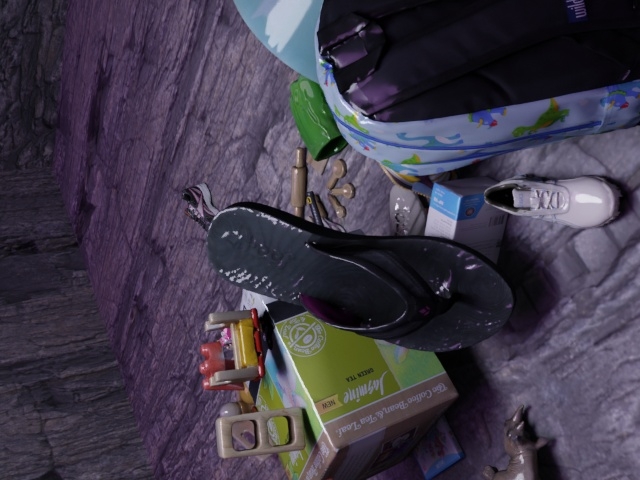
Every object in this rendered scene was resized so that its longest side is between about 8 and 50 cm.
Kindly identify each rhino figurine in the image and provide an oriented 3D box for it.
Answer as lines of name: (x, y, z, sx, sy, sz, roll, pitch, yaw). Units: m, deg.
rhino figurine: (0.276, 0.355, 1.006, 0.106, 0.073, 0.243, 150, 130, -82)

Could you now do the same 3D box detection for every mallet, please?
mallet: (0.000, 0.000, 1.360, 0.062, 0.039, 0.189, -19, 94, 46)

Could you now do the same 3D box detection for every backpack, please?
backpack: (0.172, -0.211, 0.782, 0.273, 0.356, 0.290, 99, 156, -75)

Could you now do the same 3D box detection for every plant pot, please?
plant pot: (0.052, -0.397, 0.998, 0.235, 0.293, 0.293, -45, 60, 43)

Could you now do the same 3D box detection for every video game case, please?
video game case: (0.178, 0.319, 1.232, 0.166, 0.015, 0.119, 64, 145, 25)

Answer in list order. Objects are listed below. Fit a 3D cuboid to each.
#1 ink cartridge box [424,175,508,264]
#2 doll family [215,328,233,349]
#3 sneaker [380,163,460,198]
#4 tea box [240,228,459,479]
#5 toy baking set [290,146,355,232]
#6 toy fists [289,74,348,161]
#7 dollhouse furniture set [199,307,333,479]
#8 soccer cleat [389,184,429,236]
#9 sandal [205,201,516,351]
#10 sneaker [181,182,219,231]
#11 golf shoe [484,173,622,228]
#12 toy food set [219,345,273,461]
ink cartridge box: (0.203, 0.005, 1.017, 0.060, 0.104, 0.180, 36, 127, 48)
doll family: (-0.083, 0.159, 1.451, 0.118, 0.263, 0.163, 47, 169, 11)
sneaker: (0.164, -0.109, 1.001, 0.084, 0.186, 0.069, -44, 65, 27)
tea box: (0.020, 0.221, 1.191, 0.323, 0.220, 0.329, 59, 156, 27)
toy baking set: (-0.004, -0.069, 1.408, 0.197, 0.030, 0.256, 35, 127, 50)
toy fists: (0.024, -0.259, 1.239, 0.142, 0.096, 0.279, 62, 156, 10)
dollhouse furniture set: (-0.087, 0.303, 1.069, 0.201, 0.152, 0.373, 132, 132, -65)
soccer cleat: (0.138, 0.002, 1.149, 0.068, 0.076, 0.196, -15, 85, 59)
sandal: (0.037, 0.065, 0.978, 0.446, 0.107, 0.167, 12, 114, 15)
sneaker: (-0.319, -0.069, 1.879, 0.178, 0.077, 0.072, 60, 145, 29)
golf shoe: (0.284, -0.047, 0.890, 0.176, 0.086, 0.069, 8, 103, 56)
toy food set: (-0.192, 0.367, 1.776, 0.220, 0.092, 0.306, 17, 113, 56)
